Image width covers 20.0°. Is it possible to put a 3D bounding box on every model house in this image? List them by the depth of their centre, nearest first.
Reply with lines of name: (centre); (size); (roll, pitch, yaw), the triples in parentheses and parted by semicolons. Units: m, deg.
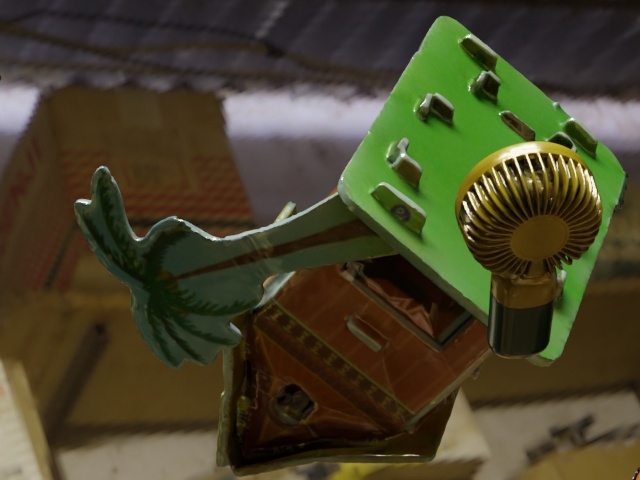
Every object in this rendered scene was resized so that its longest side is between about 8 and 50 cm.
model house: (0.000, 0.000, 1.431); (0.340, 0.300, 0.323); (39, -55, -6)

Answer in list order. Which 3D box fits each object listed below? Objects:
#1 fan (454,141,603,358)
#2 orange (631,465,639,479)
fan: (0.121, 0.013, 1.057); (0.082, 0.039, 0.155); (-8, -46, -6)
orange: (0.297, 0.209, 1.209); (0.182, 0.234, 0.234); (23, -52, -23)
